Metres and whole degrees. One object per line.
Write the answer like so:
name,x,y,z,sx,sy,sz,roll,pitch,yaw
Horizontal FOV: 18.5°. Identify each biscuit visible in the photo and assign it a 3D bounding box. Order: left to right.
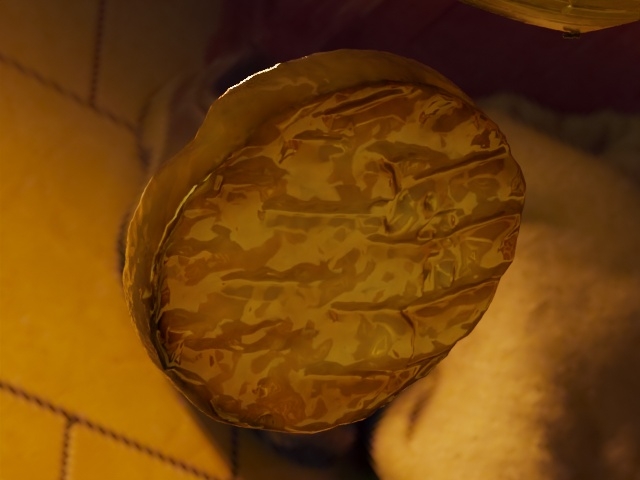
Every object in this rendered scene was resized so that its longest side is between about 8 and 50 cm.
biscuit,0.000,0.000,1.392,0.296,0.296,0.102,20,20,-37

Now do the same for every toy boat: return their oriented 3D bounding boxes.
toy boat,0.099,-0.169,1.100,0.206,0.072,0.064,15,55,-25
